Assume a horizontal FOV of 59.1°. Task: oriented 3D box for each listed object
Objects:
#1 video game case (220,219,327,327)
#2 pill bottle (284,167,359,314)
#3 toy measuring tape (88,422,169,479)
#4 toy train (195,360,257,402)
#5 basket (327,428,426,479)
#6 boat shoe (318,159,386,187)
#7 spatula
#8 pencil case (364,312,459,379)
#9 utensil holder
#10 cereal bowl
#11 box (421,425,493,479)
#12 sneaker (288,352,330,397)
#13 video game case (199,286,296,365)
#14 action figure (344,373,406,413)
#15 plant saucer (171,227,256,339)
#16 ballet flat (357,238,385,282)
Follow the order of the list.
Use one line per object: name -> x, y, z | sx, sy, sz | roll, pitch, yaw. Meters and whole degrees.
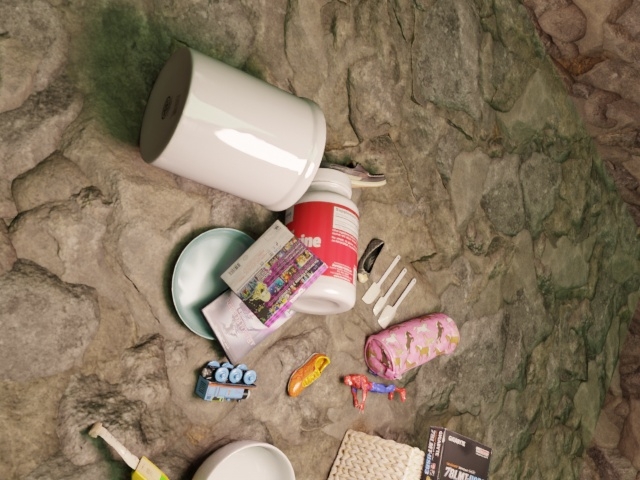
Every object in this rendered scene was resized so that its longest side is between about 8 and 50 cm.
video game case -> -0.130, 0.087, 1.550 | 0.232, 0.210, 0.042 | -46, 150, -5
pill bottle -> 0.000, 0.000, 1.699 | 0.229, 0.229, 0.408 | 22, 61, -37
toy measuring tape -> -0.488, 0.609, 1.442 | 0.330, 0.121, 0.121 | 47, 62, -11
toy train -> -0.266, 0.409, 1.622 | 0.184, 0.080, 0.105 | 18, 88, -40
basket -> 0.237, 0.831, 1.878 | 0.328, 0.331, 0.267 | 39, 61, -32
boat shoe -> 0.107, -0.224, 1.897 | 0.285, 0.102, 0.093 | -4, 98, -33
spatula -> 0.259, 0.186, 2.078 | 0.168, 0.019, 0.242 | 52, 60, -21
pencil case -> 0.340, 0.378, 2.054 | 0.385, 0.160, 0.167 | -13, 106, -39
utensil holder -> -0.234, -0.286, 1.487 | 0.385, 0.327, 0.328 | 17, 80, -35
cereal bowl -> -0.241, 0.729, 1.601 | 0.338, 0.141, 0.339 | -1, 91, -38
box -> 0.430, 0.774, 1.797 | 0.295, 0.073, 0.294 | 34, 64, -37
sneaker -> -0.040, 0.429, 1.807 | 0.175, 0.067, 0.064 | -48, 120, -26
video game case -> -0.200, 0.202, 1.649 | 0.274, 0.026, 0.196 | -38, 113, -33
action figure -> 0.176, 0.547, 1.964 | 0.280, 0.091, 0.139 | 30, 64, -35
plant saucer -> -0.285, 0.123, 1.622 | 0.317, 0.043, 0.318 | -1, 92, -38
ballet flat -> 0.175, 0.069, 1.985 | 0.057, 0.049, 0.173 | 36, 69, -32
